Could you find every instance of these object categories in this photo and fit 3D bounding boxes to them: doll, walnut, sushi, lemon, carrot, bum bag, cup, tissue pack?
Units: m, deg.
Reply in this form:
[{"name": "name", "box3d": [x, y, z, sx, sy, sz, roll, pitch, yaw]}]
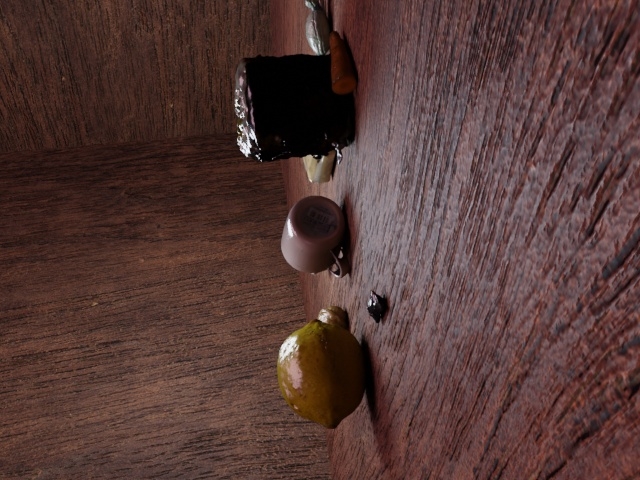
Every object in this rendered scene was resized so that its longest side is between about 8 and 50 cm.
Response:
[{"name": "doll", "box3d": [-0.006, -0.596, 1.852, 0.104, 0.071, 0.214, -85, -14, -56]}, {"name": "walnut", "box3d": [0.040, 0.265, 2.143, 0.124, 0.105, 0.105, 142, 122, -69]}, {"name": "sushi", "box3d": [-0.076, -0.349, 1.721, 0.299, 0.294, 0.282, -123, 31, -73]}, {"name": "lemon", "box3d": [0.006, 0.381, 1.853, 0.258, 0.257, 0.310, 100, 159, -67]}, {"name": "carrot", "box3d": [0.047, -0.451, 1.605, 0.061, 0.061, 0.210, 93, 172, -54]}, {"name": "bum bag", "box3d": [0.130, 0.156, 1.532, 0.124, 0.034, 0.058, 97, 152, -64]}, {"name": "cup", "box3d": [0.000, 0.000, 1.975, 0.253, 0.191, 0.200, 51, 160, 14]}, {"name": "tissue pack", "box3d": [-0.010, -0.303, 2.063, 0.222, 0.090, 0.186, 98, 162, -69]}]

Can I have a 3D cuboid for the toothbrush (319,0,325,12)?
[{"name": "toothbrush", "box3d": [-0.003, -0.732, 1.876, 0.037, 0.028, 0.376, -130, 34, -65]}]
